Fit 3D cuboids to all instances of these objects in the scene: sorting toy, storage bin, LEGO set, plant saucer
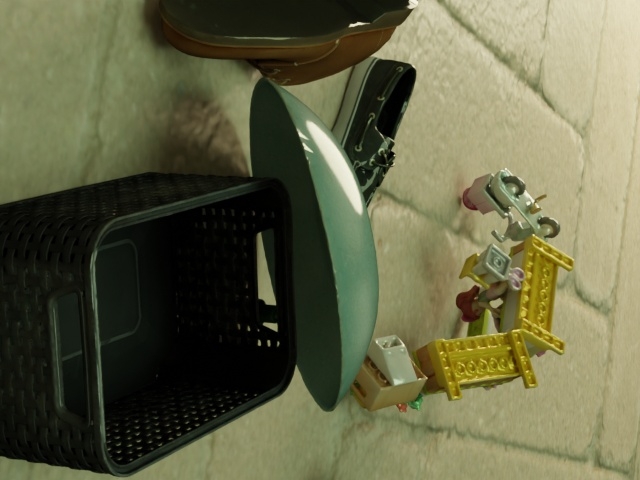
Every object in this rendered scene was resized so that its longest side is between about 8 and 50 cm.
[{"bbox_3d":[-0.051,0.044,0.832,0.061,0.042,0.102,-7,99,-61],"label":"sorting toy"},{"bbox_3d":[-0.092,0.035,0.711,0.180,0.084,0.122,-20,111,-60],"label":"storage bin"},{"bbox_3d":[0.107,0.074,1.111,0.132,0.107,0.287,47,48,-8],"label":"LEGO set"},{"bbox_3d":[0.000,0.000,0.800,0.195,0.037,0.195,169,-90,-79],"label":"plant saucer"}]

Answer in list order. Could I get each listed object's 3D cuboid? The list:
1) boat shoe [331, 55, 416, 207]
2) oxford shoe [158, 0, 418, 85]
[{"bbox_3d":[0.033,-0.067,0.976,0.049,0.040,0.142,45,55,-55],"label":"boat shoe"},{"bbox_3d":[-0.022,-0.123,0.845,0.212,0.076,0.076,-12,144,-51],"label":"oxford shoe"}]
